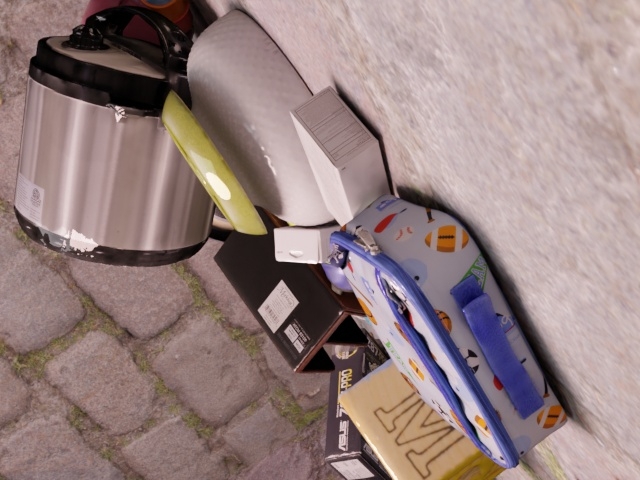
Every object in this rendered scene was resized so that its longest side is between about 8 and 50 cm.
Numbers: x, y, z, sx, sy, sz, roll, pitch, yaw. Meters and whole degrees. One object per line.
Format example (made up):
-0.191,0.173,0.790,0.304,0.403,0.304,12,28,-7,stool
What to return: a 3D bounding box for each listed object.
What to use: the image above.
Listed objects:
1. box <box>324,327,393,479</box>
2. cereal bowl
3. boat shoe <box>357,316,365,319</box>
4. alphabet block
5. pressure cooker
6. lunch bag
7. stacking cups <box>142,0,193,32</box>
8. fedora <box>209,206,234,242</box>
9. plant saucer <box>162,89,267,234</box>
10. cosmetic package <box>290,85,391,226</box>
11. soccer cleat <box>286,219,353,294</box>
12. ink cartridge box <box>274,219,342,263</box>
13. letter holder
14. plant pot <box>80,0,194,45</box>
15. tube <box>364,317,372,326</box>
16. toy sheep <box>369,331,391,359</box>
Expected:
0.147,0.435,1.833,0.395,0.097,0.318,51,-147,-39,box
-0.091,-0.155,1.184,0.339,0.141,0.339,55,173,10,cereal bowl
0.037,0.067,1.693,0.258,0.095,0.084,47,175,-30,boat shoe
0.173,0.293,1.263,0.197,0.193,0.192,52,175,34,alphabet block
-0.340,-0.200,1.446,0.375,0.370,0.420,-70,-7,-71,pressure cooker
0.132,0.091,0.881,0.303,0.115,0.243,57,172,-21,lunch bag
-0.278,-0.440,1.374,0.096,0.096,0.316,54,176,16,stacking cups
-0.200,-0.162,1.723,0.334,0.334,0.152,54,144,15,fedora
-0.156,-0.100,1.140,0.241,0.037,0.241,56,174,9,plant saucer
0.037,-0.073,0.973,0.099,0.060,0.239,55,175,27,cosmetic package
0.014,-0.032,1.404,0.289,0.093,0.121,56,146,42,soccer cleat
0.000,0.000,1.244,0.089,0.122,0.052,2,100,36,ink cartridge box
-0.018,0.089,1.513,0.214,0.152,0.302,13,-149,-51,letter holder
-0.366,-0.421,1.649,0.180,0.201,0.201,27,176,-4,plant pot
0.163,0.205,1.602,0.207,0.052,0.080,50,-175,-12,tube
0.147,0.285,1.981,0.132,0.091,0.091,61,174,0,toy sheep
